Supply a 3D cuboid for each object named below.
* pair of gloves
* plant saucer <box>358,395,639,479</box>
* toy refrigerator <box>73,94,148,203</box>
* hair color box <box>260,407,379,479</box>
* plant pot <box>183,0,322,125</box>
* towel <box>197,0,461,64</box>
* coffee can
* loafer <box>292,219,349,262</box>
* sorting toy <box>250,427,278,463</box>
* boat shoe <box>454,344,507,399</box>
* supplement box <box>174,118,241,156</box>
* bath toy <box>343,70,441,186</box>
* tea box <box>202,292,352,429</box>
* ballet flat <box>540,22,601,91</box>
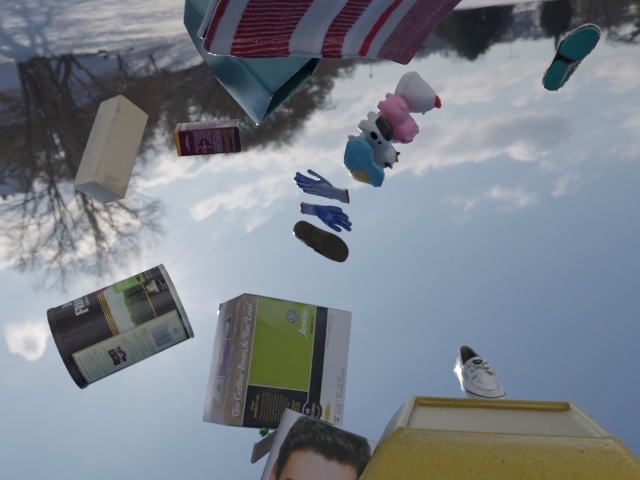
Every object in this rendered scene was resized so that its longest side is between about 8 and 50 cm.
[{"bbox_3d":[0.006,-0.097,1.447,0.159,0.198,0.023,20,-123,23],"label":"pair of gloves"},{"bbox_3d":[0.224,0.259,0.731,0.333,0.080,0.333,-1,175,12],"label":"plant saucer"},{"bbox_3d":[-0.558,-0.242,1.531,0.094,0.102,0.269,-9,-118,31],"label":"toy refrigerator"},{"bbox_3d":[-0.027,0.488,0.930,0.185,0.113,0.374,15,-108,15],"label":"hair color box"},{"bbox_3d":[-0.130,-0.373,1.058,0.165,0.234,0.166,-47,-176,-17],"label":"plant pot"},{"bbox_3d":[0.042,-0.296,0.680,0.329,0.037,0.237,-9,162,-31],"label":"towel"},{"bbox_3d":[-0.466,0.198,1.356,0.275,0.201,0.201,-23,-156,-19],"label":"coffee can"},{"bbox_3d":[0.000,0.000,1.306,0.056,0.148,0.050,-58,-164,-9],"label":"loafer"},{"bbox_3d":[-0.102,0.371,1.067,0.012,0.083,0.062,33,-146,33],"label":"sorting toy"},{"bbox_3d":[0.352,0.303,1.305,0.083,0.075,0.226,-7,-171,-8],"label":"boat shoe"},{"bbox_3d":[-0.336,-0.309,1.727,0.188,0.080,0.104,-5,-155,-6],"label":"supplement box"},{"bbox_3d":[0.195,-0.290,1.471,0.129,0.151,0.348,30,-118,14],"label":"bath toy"},{"bbox_3d":[-0.115,0.338,1.545,0.324,0.328,0.220,14,161,-24],"label":"tea box"},{"bbox_3d":[0.712,-0.532,1.639,0.091,0.241,0.077,33,-123,3],"label":"ballet flat"}]
